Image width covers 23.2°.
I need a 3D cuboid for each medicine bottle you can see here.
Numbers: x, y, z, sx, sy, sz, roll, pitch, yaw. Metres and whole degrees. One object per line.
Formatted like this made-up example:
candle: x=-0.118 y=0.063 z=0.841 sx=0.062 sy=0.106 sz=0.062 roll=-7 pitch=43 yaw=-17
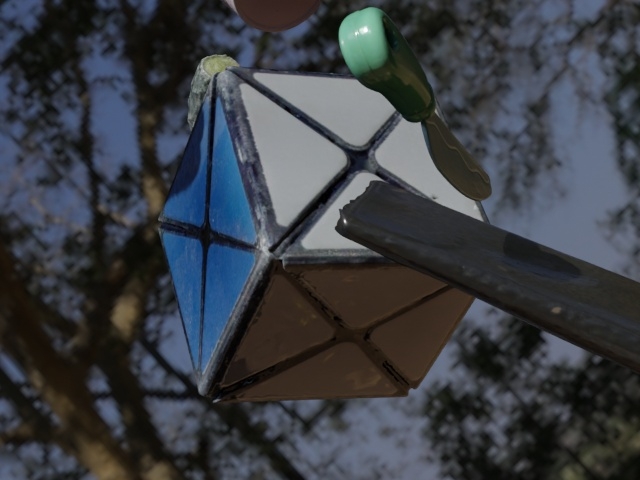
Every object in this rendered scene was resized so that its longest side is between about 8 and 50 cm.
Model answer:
medicine bottle: x=-0.093 y=-0.359 z=1.912 sx=0.133 sy=0.249 sz=0.133 roll=-12 pitch=-55 yaw=-17

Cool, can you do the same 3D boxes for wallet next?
wallet: x=0.167 y=0.038 z=1.204 sx=0.170 sy=0.321 sz=0.044 roll=-51 pitch=-17 yaw=-72

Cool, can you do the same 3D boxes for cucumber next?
cucumber: x=-0.121 y=-0.164 z=1.789 sx=0.064 sy=0.064 sz=0.112 roll=-37 pitch=-23 yaw=-27

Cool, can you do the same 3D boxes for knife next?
knife: x=0.083 y=-0.082 z=1.147 sx=0.035 sy=0.063 sz=0.260 roll=-21 pitch=-36 yaw=19

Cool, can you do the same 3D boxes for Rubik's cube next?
Rubik's cube: x=0.000 y=0.000 z=1.604 sx=0.255 sy=0.260 sz=0.259 roll=1 pitch=-38 yaw=-23
